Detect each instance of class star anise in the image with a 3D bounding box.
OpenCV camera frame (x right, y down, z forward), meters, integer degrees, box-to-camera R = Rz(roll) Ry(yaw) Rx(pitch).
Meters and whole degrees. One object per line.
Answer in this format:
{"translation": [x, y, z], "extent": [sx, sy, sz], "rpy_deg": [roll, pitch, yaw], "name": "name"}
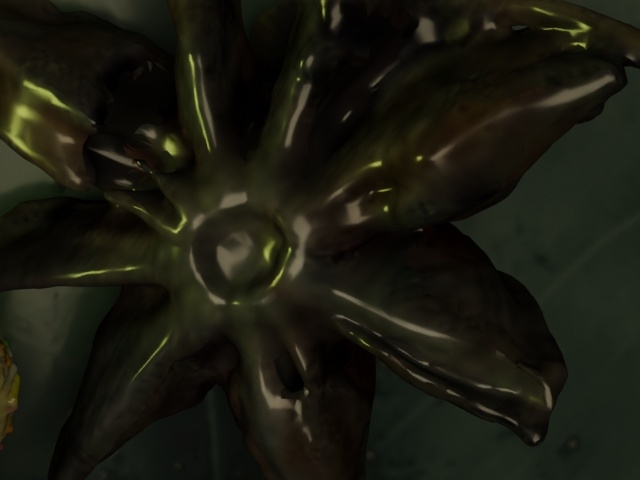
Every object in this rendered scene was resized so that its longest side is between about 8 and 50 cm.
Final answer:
{"translation": [0.000, 0.000, 0.565], "extent": [0.359, 0.139, 0.316], "rpy_deg": [38, 116, -1], "name": "star anise"}

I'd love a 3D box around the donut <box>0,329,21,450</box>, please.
{"translation": [-0.190, 0.073, 0.549], "extent": [0.166, 0.065, 0.108], "rpy_deg": [-32, 107, 29], "name": "donut"}
